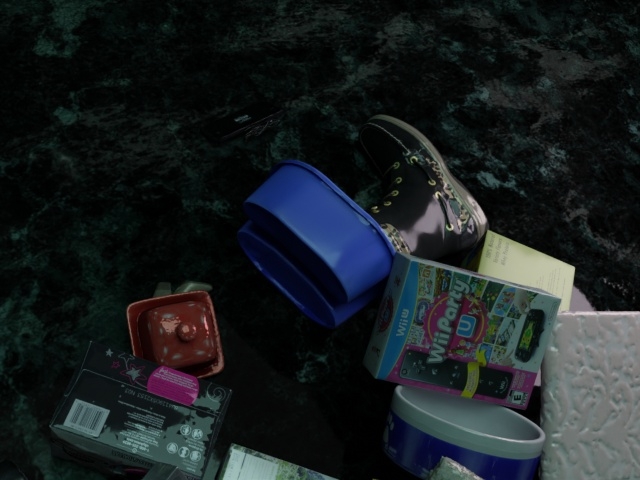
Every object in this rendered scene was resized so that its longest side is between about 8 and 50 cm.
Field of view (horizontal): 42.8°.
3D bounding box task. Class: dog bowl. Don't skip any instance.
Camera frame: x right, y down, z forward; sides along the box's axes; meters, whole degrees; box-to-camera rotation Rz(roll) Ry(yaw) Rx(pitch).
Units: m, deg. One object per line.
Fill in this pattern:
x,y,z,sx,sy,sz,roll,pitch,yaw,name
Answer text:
0.241,0.339,1.397,0.264,0.265,0.104,15,95,-8,dog bowl

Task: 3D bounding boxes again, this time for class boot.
0.148,-0.086,1.747,0.284,0.138,0.377,-31,75,-32,boot
-0.259,0.122,1.526,0.118,0.042,0.087,2,62,-16,boot

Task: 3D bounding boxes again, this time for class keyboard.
-0.167,-0.254,1.827,0.192,0.038,0.100,-30,47,-31,keyboard

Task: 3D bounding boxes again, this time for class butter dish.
-0.245,0.166,1.430,0.160,0.118,0.160,-9,80,-24,butter dish

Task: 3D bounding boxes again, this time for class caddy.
0.000,0.000,1.570,0.341,0.241,0.179,43,61,13,caddy

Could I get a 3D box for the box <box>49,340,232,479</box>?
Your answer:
-0.292,0.299,1.326,0.247,0.142,0.163,20,54,-3,box

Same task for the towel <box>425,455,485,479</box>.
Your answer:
0.199,0.482,1.284,0.187,0.282,0.049,32,27,5,towel

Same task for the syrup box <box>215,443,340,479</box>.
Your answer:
-0.057,0.426,1.342,0.236,0.096,0.093,20,54,-4,syrup box

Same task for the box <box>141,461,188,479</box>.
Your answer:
-0.221,0.473,1.200,0.183,0.056,0.231,-52,122,-37,box

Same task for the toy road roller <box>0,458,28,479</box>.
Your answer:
-0.481,0.459,1.149,0.202,0.240,0.330,-31,108,-33,toy road roller

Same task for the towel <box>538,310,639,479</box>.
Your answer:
0.558,0.298,1.567,0.316,0.053,0.332,1,87,-19,towel

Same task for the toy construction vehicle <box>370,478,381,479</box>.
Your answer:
0.092,0.448,1.382,0.035,0.098,0.086,6,71,12,toy construction vehicle

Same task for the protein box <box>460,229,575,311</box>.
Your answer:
0.388,0.124,1.672,0.201,0.136,0.200,23,53,-2,protein box

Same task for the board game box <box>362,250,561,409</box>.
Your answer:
0.255,0.166,1.484,0.303,0.097,0.224,14,97,-14,board game box
